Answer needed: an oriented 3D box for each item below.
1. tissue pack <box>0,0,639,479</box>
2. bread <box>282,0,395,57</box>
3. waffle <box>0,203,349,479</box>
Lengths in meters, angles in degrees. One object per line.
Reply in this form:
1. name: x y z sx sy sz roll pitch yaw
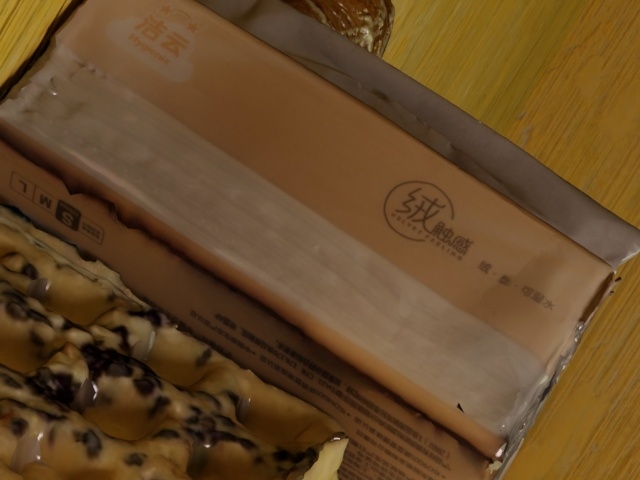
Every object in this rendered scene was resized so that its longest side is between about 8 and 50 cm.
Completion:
1. tissue pack: 0.000 0.000 0.995 0.238 0.305 0.238 -54 168 -17
2. bread: 0.002 -0.135 1.252 0.105 0.076 0.233 -61 170 27
3. waffle: -0.156 0.117 0.747 0.114 0.261 0.376 -66 167 23
